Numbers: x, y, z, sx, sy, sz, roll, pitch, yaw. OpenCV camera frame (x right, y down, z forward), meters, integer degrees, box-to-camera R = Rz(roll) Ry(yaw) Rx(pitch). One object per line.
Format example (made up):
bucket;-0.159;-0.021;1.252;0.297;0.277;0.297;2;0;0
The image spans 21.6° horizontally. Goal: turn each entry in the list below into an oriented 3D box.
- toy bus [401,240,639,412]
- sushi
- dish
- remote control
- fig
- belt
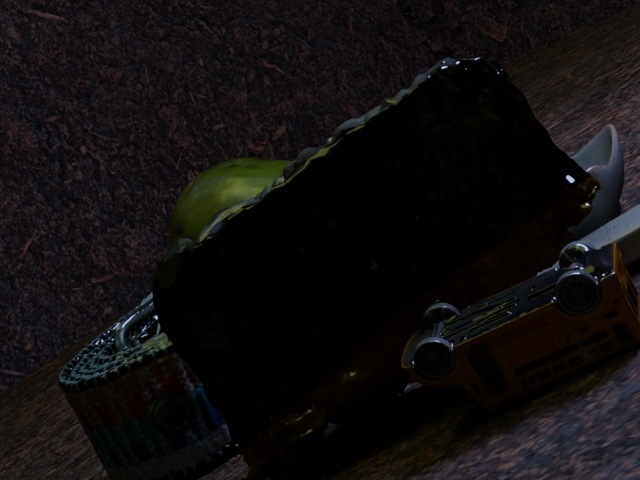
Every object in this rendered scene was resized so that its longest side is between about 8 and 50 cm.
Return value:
toy bus;0.138;0.064;1.146;0.162;0.074;0.069;-26;14;18
sushi;0.043;0.014;1.308;0.348;0.207;0.234;-37;-8;11
dish;0.208;-0.020;1.503;0.151;0.077;0.212;-30;6;19
remote control;0.199;0.028;1.358;0.190;0.029;0.087;-32;5;11
fig;-0.023;-0.006;1.787;0.314;0.233;0.233;-33;3;30
belt;-0.116;0.119;1.583;0.207;0.150;0.257;-14;16;40
